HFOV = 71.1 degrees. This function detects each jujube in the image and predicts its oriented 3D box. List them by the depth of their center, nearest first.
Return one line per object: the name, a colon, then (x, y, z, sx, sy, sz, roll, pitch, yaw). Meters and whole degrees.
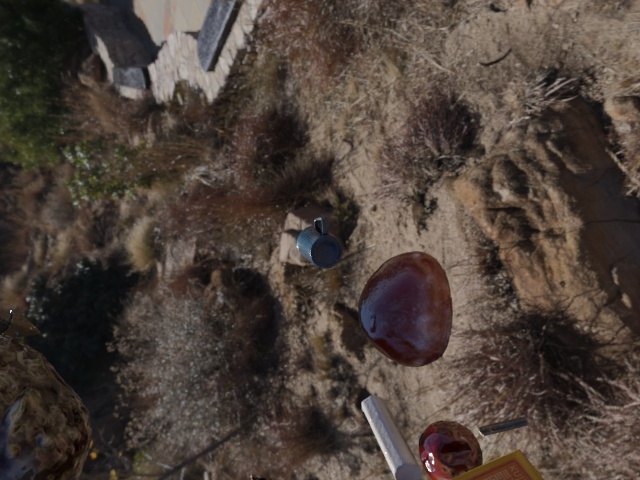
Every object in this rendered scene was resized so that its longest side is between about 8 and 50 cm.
jujube: (0.333, 0.564, 1.179, 0.168, 0.168, 0.236, 60, 168, 23)

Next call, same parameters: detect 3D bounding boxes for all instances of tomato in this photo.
tomato: (0.100, 0.091, 0.601, 0.139, 0.091, 0.159, 21, 105, 62)

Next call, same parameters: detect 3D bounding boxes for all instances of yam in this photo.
yam: (0.554, 0.564, 1.360, 0.032, 0.145, 0.032, -19, -90, -80)

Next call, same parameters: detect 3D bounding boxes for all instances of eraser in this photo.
eraser: (0.247, 0.700, 1.584, 0.174, 0.095, 0.270, 54, -175, -42)

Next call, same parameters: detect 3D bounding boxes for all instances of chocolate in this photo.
chocolate: (-0.521, 0.292, 0.724, 0.340, 0.210, 0.225, 44, -173, 2)

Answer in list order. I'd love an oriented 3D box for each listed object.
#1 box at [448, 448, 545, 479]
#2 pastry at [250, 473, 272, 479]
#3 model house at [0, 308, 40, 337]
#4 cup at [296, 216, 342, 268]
box: (0.371, 0.588, 0.786, 0.283, 0.214, 0.259, -122, 9, -69)
pastry: (-0.106, 0.512, 0.695, 0.275, 0.275, 0.192, -10, 107, 61)
model house: (-0.657, 0.123, 0.857, 0.176, 0.248, 0.181, -51, 38, 10)
cup: (-0.009, 0.007, 1.418, 0.150, 0.114, 0.138, 65, 168, -19)
